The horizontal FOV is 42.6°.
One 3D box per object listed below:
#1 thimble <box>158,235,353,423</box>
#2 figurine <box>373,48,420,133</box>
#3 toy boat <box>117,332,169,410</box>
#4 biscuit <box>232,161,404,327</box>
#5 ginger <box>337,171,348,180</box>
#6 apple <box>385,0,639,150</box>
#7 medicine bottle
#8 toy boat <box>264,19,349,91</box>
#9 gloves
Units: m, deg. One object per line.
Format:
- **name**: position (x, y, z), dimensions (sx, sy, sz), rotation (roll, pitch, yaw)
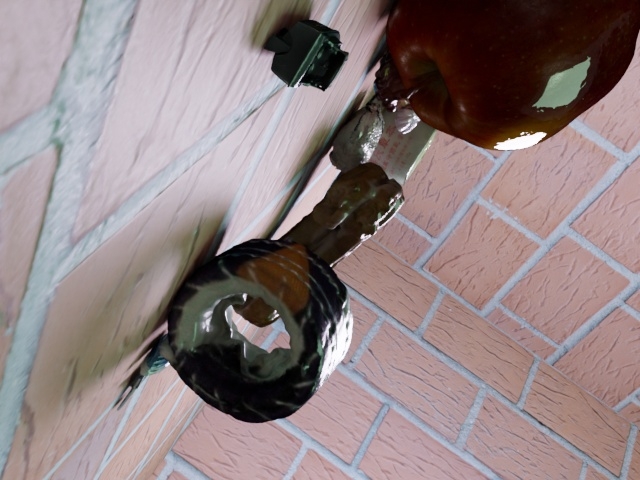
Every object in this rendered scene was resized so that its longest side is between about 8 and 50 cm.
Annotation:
- **thimble**: position (-0.085, 0.114, 1.079), dimensions (0.237, 0.237, 0.150), rotation (-56, 173, 25)
- **figurine**: position (0.151, -0.271, 1.339), dimensions (0.174, 0.116, 0.240), rotation (-53, -177, 11)
- **toy boat**: position (-0.235, 0.184, 1.165), dimensions (0.105, 0.034, 0.149), rotation (-48, 173, -46)
- **biscuit**: position (-0.003, 0.003, 1.469), dimensions (0.366, 0.115, 0.268), rotation (-41, 179, 15)
- **ginger**: position (0.087, -0.146, 2.072), dimensions (0.294, 0.086, 0.131), rotation (-68, -178, -68)
- **apple**: position (0.250, -0.266, 1.077), dimensions (0.317, 0.288, 0.288), rotation (-25, 171, -9)
- **medicine bottle**: position (0.139, -0.201, 1.616), dimensions (0.147, 0.143, 0.147), rotation (-58, 175, -8)
- **toy boat**: position (-0.004, -0.165, 0.728), dimensions (0.055, 0.060, 0.141), rotation (-57, 179, 17)
- **gloves**: position (0.073, -0.186, 1.459), dimensions (0.114, 0.070, 0.153), rotation (-53, 176, -23)
